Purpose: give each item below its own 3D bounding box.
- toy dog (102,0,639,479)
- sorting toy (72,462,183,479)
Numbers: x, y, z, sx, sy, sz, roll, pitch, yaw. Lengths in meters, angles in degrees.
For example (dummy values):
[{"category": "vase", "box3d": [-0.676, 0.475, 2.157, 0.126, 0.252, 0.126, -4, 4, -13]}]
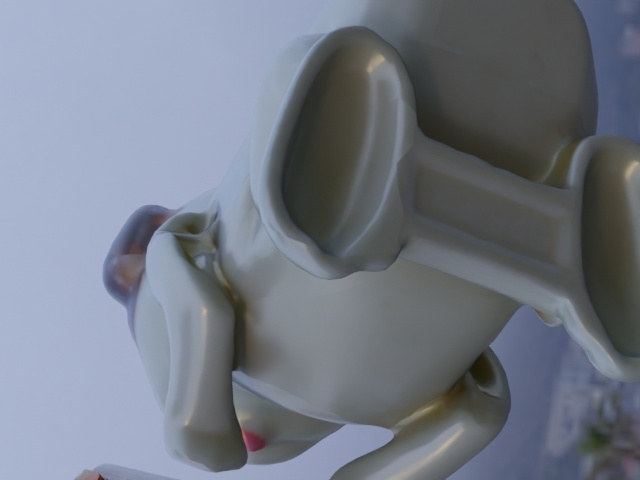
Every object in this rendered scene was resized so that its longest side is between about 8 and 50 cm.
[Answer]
[{"category": "toy dog", "box3d": [0.000, 0.000, 1.247, 0.408, 0.285, 0.395, -45, 41, 49]}, {"category": "sorting toy", "box3d": [-0.266, 0.313, 2.050, 0.208, 0.193, 0.038, -38, -70, -27]}]
